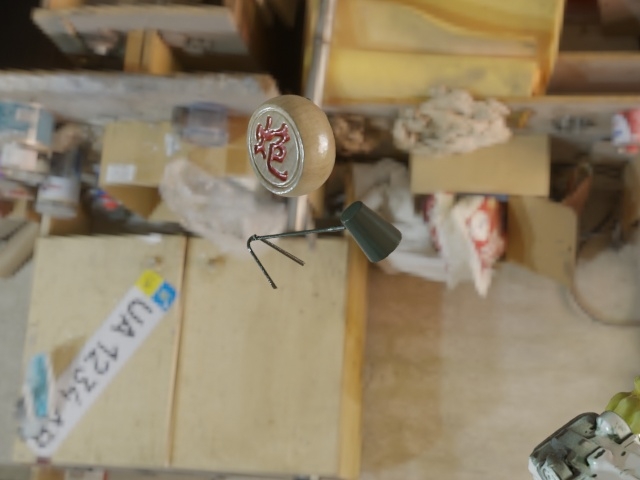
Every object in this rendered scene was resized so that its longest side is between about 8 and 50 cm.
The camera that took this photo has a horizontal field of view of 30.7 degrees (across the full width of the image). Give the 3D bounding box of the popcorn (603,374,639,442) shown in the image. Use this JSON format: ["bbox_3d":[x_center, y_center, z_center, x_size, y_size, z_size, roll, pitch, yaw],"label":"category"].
[{"bbox_3d":[0.436,0.250,1.323,0.256,0.194,0.255,3,-174,16],"label":"popcorn"}]

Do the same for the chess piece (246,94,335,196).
[{"bbox_3d":[-0.024,-0.077,0.951,0.038,0.083,0.084,-12,180,-38],"label":"chess piece"}]

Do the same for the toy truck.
[{"bbox_3d":[0.321,0.266,1.112,0.114,0.135,0.270,-31,-155,-17],"label":"toy truck"}]

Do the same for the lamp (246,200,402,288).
[{"bbox_3d":[0.001,-0.001,0.882,0.121,0.041,0.054,-23,121,42],"label":"lamp"}]
